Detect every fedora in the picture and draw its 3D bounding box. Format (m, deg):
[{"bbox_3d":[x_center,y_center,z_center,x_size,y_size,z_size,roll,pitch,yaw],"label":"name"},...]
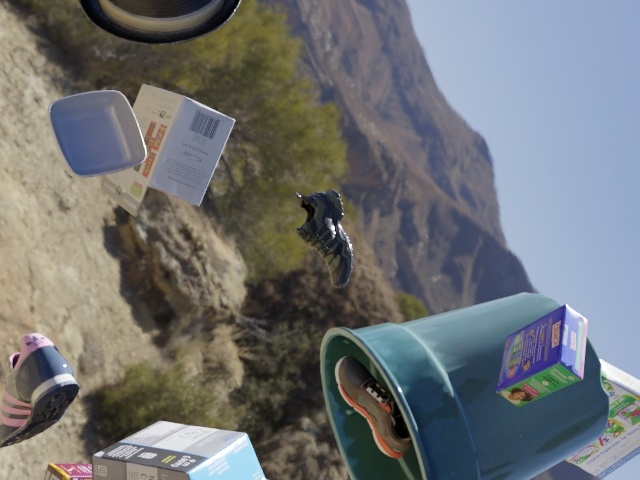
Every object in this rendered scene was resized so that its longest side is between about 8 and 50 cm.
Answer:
[{"bbox_3d":[-0.320,-0.535,1.552,0.153,0.333,0.334,89,-17,-60],"label":"fedora"}]

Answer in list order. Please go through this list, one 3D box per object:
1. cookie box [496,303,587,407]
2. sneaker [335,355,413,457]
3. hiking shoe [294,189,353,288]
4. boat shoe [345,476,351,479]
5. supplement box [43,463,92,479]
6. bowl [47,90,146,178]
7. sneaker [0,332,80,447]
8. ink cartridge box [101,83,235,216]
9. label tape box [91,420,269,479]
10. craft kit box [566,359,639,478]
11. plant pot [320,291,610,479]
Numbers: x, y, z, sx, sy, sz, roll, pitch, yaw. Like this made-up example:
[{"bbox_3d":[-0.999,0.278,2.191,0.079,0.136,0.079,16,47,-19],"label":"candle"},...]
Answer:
[{"bbox_3d":[0.269,0.141,0.969,0.040,0.107,0.092,34,48,-13],"label":"cookie box"},{"bbox_3d":[0.084,0.221,1.106,0.158,0.061,0.065,54,-42,11],"label":"sneaker"},{"bbox_3d":[0.000,0.000,1.770,0.086,0.114,0.227,135,-54,-63],"label":"hiking shoe"},{"bbox_3d":[0.045,0.557,1.659,0.080,0.223,0.073,36,-7,39],"label":"boat shoe"},{"bbox_3d":[-0.532,0.569,1.807,0.188,0.080,0.104,20,86,-49],"label":"supplement box"},{"bbox_3d":[-0.376,-0.171,1.325,0.053,0.142,0.142,-29,-99,57],"label":"bowl"},{"bbox_3d":[-0.542,0.281,1.483,0.112,0.319,0.131,-15,69,-46],"label":"sneaker"},{"bbox_3d":[-0.351,-0.189,1.778,0.130,0.272,0.309,22,4,-32],"label":"ink cartridge box"},{"bbox_3d":[-0.252,0.467,1.617,0.240,0.333,0.106,-13,104,-67],"label":"label tape box"},{"bbox_3d":[0.551,0.359,1.617,0.246,0.250,0.061,27,39,-12],"label":"craft kit box"},{"bbox_3d":[0.220,0.243,1.196,0.341,0.334,0.341,163,-90,-72],"label":"plant pot"}]
